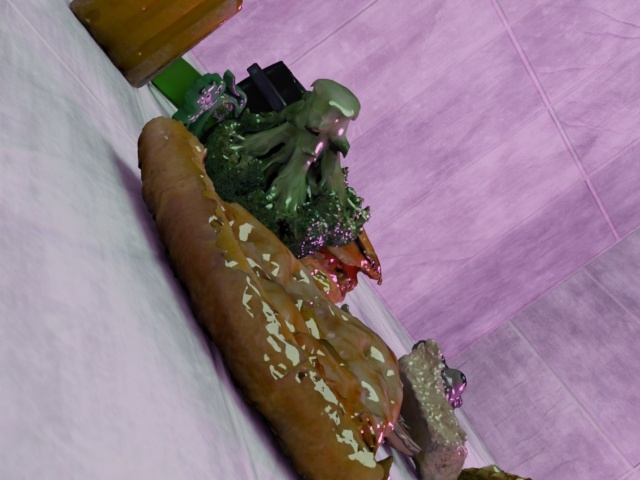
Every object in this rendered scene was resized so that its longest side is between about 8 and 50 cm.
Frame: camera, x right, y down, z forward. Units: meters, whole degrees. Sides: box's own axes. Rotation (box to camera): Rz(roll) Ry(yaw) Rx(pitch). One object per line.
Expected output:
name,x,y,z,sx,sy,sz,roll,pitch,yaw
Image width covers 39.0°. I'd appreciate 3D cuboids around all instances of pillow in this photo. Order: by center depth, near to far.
pillow,0.084,0.238,1.372,0.126,0.043,0.232,57,1,-15

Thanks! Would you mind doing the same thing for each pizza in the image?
pizza,-0.025,0.095,0.886,0.435,0.080,0.392,45,13,-24

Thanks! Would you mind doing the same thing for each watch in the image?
watch,-0.220,-0.260,1.557,0.152,0.131,0.165,44,0,23

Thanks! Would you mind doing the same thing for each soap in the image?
soap,-0.225,-0.370,1.358,0.160,0.257,0.080,52,4,-23

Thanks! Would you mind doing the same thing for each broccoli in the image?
broccoli,-0.037,-0.105,1.307,0.270,0.270,0.270,28,29,-17

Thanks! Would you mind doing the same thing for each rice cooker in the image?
rice cooker,-0.102,-0.219,1.832,0.267,0.224,0.267,54,5,-8

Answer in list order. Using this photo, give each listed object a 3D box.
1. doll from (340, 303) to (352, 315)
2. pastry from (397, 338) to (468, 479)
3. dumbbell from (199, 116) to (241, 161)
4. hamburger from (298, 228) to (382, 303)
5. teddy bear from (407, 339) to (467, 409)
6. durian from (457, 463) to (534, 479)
doll,0.022,0.139,1.227,0.088,0.102,0.179,13,15,-12
pastry,0.170,0.270,1.443,0.089,0.121,0.258,12,37,-23
dumbbell,-0.121,-0.111,1.536,0.191,0.100,0.100,56,4,17
hamburger,0.000,0.000,1.647,0.244,0.163,0.244,62,2,-3
teddy bear,0.228,0.314,1.807,0.251,0.144,0.171,-86,154,-80
durian,0.298,0.427,1.434,0.172,0.166,0.306,60,-8,28
